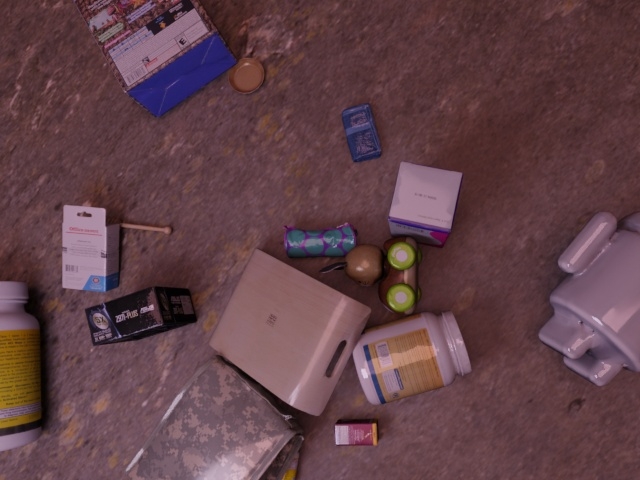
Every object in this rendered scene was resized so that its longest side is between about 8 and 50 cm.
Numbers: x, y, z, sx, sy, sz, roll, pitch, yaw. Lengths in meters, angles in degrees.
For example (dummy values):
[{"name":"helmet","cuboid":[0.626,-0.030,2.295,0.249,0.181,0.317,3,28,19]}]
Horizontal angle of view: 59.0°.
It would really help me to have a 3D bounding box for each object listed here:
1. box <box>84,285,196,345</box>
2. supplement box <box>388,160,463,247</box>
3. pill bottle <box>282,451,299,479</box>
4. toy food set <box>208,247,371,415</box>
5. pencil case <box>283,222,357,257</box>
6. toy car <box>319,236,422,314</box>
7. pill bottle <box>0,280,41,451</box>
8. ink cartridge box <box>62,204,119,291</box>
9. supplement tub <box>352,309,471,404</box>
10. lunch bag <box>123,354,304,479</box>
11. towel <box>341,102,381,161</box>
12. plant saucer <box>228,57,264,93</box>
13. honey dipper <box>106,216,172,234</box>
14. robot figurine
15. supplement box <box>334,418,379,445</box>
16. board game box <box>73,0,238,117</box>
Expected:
[{"name":"box","cuboid":[-0.356,0.151,1.144,0.147,0.180,0.078,-18,81,7]},{"name":"supplement box","cuboid":[0.195,-0.061,1.068,0.111,0.220,0.114,12,83,10]},{"name":"pill bottle","cuboid":[-0.066,0.443,1.128,0.043,0.043,0.084,9,83,10]},{"name":"toy food set","cuboid":[-0.070,0.166,1.109,0.306,0.092,0.220,24,87,38]},{"name":"pencil case","cuboid":[0.000,0.000,1.168,0.151,0.064,0.070,-4,102,7]},{"name":"toy car","cuboid":[0.097,0.066,1.099,0.188,0.155,0.149,1,88,15]},{"name":"pill bottle","cuboid":[-0.686,0.258,1.177,0.187,0.188,0.334,-6,81,8]},{"name":"ink cartridge box","cuboid":[-0.496,0.014,1.225,0.104,0.060,0.180,5,97,9]},{"name":"supplement tub","cuboid":[0.170,0.218,1.071,0.199,0.144,0.145,-17,80,6]},{"name":"lunch bag","cuboid":[-0.186,0.395,1.075,0.235,0.169,0.287,35,91,26]},{"name":"towel","cuboid":[0.087,-0.230,1.204,0.067,0.029,0.120,-14,81,7]},{"name":"plant saucer","cuboid":[-0.165,-0.368,1.269,0.083,0.015,0.084,-1,82,9]},{"name":"honey dipper","cuboid":[-0.407,-0.029,1.254,0.160,0.030,0.031,8,84,7]},{"name":"robot figurine","cuboid":[0.556,0.087,1.001,0.300,0.200,0.353,44,90,-12]},{"name":"supplement box","cuboid":[0.071,0.377,1.111,0.083,0.055,0.043,-3,82,9]},{"name":"board game box","cuboid":[-0.362,-0.466,1.241,0.232,0.141,0.291,-32,75,3]}]
